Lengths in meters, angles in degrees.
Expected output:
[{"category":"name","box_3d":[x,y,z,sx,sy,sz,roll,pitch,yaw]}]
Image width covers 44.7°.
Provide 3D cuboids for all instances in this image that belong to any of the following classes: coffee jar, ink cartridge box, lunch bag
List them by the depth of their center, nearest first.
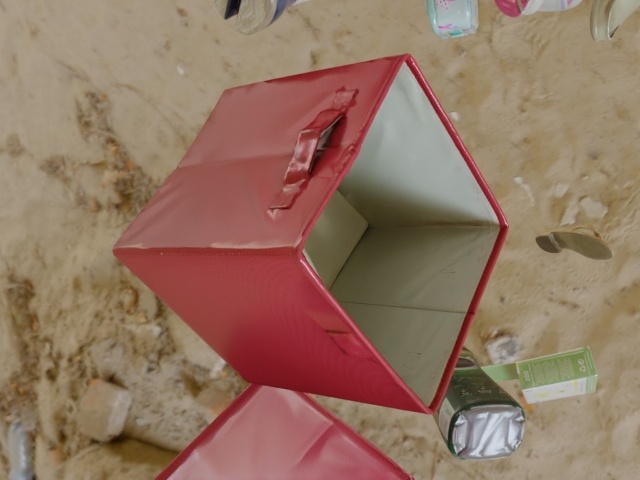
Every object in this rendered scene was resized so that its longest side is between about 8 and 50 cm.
[{"category":"coffee jar","box_3d":[0.175,0.195,0.974,0.096,0.184,0.079,0,107,-11]},{"category":"ink cartridge box","box_3d":[0.343,0.241,1.322,0.235,0.171,0.056,-14,67,13]},{"category":"lunch bag","box_3d":[0.290,-0.561,1.734,0.107,0.279,0.224,-2,99,17]}]

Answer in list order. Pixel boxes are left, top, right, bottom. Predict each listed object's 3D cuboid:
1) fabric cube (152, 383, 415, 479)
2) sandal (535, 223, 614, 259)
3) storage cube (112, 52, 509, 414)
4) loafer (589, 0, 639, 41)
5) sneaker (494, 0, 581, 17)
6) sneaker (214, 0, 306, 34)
[{"category":"fabric cube","box_3d":[-0.015,0.344,0.828,0.259,0.254,0.258,29,156,50]},{"category":"sandal","box_3d":[0.639,-0.013,1.918,0.088,0.079,0.240,52,160,-20]},{"category":"storage cube","box_3d":[0.000,0.000,0.599,0.193,0.184,0.215,0,141,41]},{"category":"loafer","box_3d":[0.656,-0.533,1.625,0.092,0.102,0.269,30,90,34]},{"category":"sneaker","box_3d":[0.304,-0.401,0.964,0.103,0.111,0.252,53,136,51]},{"category":"sneaker","box_3d":[-0.071,-0.355,0.824,0.316,0.182,0.127,57,144,17]}]
